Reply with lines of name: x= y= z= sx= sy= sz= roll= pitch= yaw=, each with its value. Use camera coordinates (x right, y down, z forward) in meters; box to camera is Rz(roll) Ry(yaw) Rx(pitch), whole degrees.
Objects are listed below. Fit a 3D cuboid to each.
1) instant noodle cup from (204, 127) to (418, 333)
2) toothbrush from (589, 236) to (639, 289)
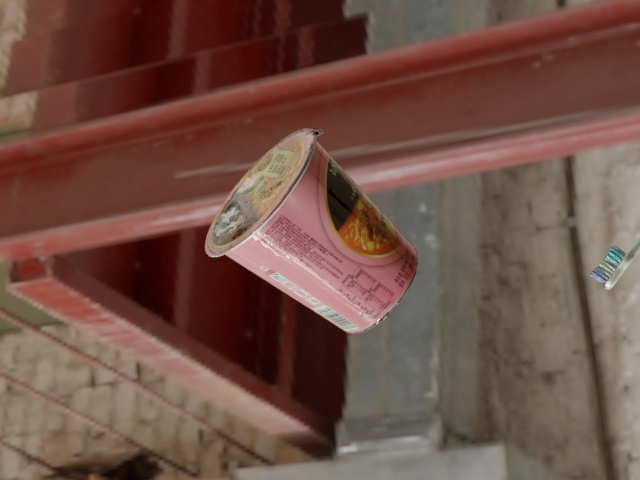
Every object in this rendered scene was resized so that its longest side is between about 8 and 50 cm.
instant noodle cup: x=0.000 y=0.000 z=2.158 sx=0.255 sy=0.244 sz=0.244 roll=39 pitch=-137 yaw=-20
toothbrush: x=0.539 y=-0.099 z=2.206 sx=0.418 sy=0.040 sz=0.042 roll=-52 pitch=-10 yaw=-7
